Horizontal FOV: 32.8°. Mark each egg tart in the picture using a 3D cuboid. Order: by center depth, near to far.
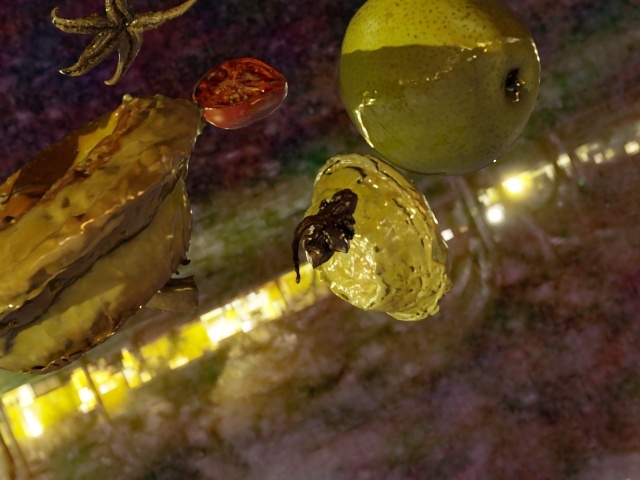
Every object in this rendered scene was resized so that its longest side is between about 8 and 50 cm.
[{"bbox_3d":[-0.281,0.008,1.209,0.443,0.178,0.443,-33,-162,12],"label":"egg tart"},{"bbox_3d":[0.078,0.014,1.901,0.132,0.345,0.345,-36,-177,-28],"label":"egg tart"}]

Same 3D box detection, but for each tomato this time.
[{"bbox_3d":[-0.152,-0.258,1.988,0.174,0.082,0.166,-27,-136,-24],"label":"tomato"}]

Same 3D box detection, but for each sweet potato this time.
[{"bbox_3d":[-0.345,0.041,2.043,0.112,0.286,0.085,-42,-171,23],"label":"sweet potato"}]

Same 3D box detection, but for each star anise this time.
[{"bbox_3d":[0.000,0.000,1.508,0.097,0.070,0.190,-29,-151,30],"label":"star anise"}]

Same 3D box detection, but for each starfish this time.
[{"bbox_3d":[-0.295,-0.321,1.638,0.238,0.057,0.213,-25,154,-10],"label":"starfish"}]

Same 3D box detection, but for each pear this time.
[{"bbox_3d":[0.164,-0.224,1.506,0.294,0.294,0.294,-25,178,-1],"label":"pear"}]
